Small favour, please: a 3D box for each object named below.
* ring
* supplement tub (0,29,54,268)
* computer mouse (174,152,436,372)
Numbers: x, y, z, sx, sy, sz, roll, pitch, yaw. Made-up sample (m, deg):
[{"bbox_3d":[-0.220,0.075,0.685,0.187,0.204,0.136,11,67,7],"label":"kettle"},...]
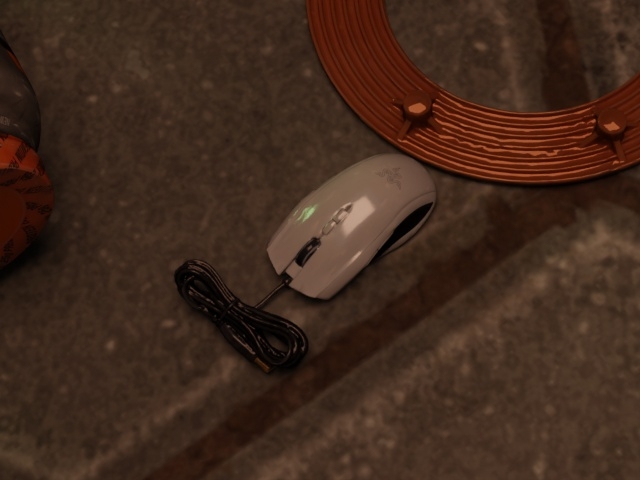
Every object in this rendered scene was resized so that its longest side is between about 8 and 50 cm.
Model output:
[{"bbox_3d":[0.156,-0.196,1.189,0.337,0.032,0.336,-1,67,3],"label":"ring"},{"bbox_3d":[-0.319,-0.123,1.095,0.194,0.193,0.316,-28,68,-9],"label":"supplement tub"},{"bbox_3d":[0.000,0.000,1.104,0.193,0.042,0.106,-42,69,-14],"label":"computer mouse"}]
